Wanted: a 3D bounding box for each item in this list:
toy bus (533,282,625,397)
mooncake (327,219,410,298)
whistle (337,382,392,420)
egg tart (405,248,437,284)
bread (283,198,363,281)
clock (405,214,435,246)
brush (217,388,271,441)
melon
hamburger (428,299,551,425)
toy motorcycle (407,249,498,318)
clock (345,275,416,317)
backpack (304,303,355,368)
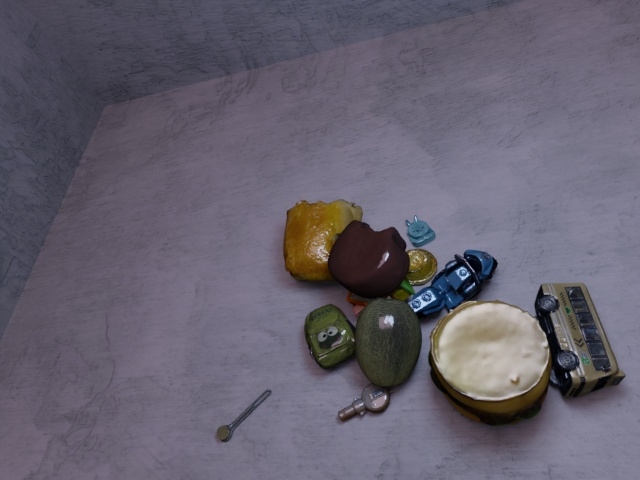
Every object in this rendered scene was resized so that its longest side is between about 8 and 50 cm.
[{"bbox_3d":[0.855,0.330,1.586,0.201,0.177,0.366,-6,53,9],"label":"toy bus"},{"bbox_3d":[0.187,0.067,1.823,0.325,0.174,0.334,-23,43,37],"label":"mooncake"},{"bbox_3d":[0.166,0.597,1.721,0.219,0.057,0.107,-28,52,2],"label":"whistle"},{"bbox_3d":[0.399,0.101,1.981,0.191,0.074,0.191,-9,52,12],"label":"egg tart"},{"bbox_3d":[0.000,0.000,2.082,0.360,0.250,0.395,-6,55,17],"label":"bread"},{"bbox_3d":[0.437,-0.047,2.088,0.108,0.045,0.147,-27,51,-1],"label":"clock"},{"bbox_3d":[-0.300,0.683,1.846,0.266,0.027,0.062,-42,53,-12],"label":"brush"},{"bbox_3d":[0.246,0.368,1.714,0.248,0.248,0.330,5,94,23],"label":"melon"},{"bbox_3d":[0.577,0.413,1.559,0.395,0.278,0.396,-12,51,15],"label":"hamburger"},{"bbox_3d":[0.506,0.162,1.794,0.415,0.232,0.172,-30,63,-2],"label":"toy motorcycle"},{"bbox_3d":[0.228,0.190,1.921,0.255,0.106,0.220,-39,41,20],"label":"clock"},{"bbox_3d":[0.039,0.380,1.874,0.206,0.140,0.253,-28,45,-1],"label":"backpack"}]
